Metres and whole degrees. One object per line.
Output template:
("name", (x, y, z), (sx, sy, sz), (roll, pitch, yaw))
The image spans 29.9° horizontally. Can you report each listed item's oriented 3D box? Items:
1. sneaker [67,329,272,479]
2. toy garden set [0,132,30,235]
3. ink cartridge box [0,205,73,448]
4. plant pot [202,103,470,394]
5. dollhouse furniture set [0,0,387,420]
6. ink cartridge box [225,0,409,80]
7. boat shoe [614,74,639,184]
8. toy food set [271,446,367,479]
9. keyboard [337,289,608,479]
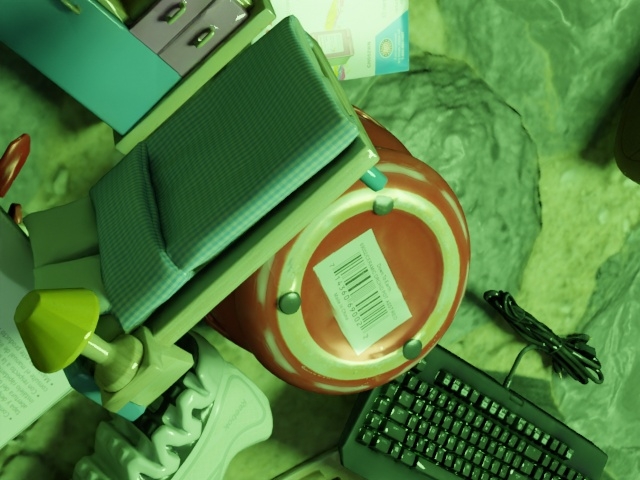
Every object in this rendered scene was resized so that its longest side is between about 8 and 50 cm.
("sneaker", (-0.144, 0.208, 0.878), (0.292, 0.110, 0.118), (-52, 131, 0))
("toy garden set", (-0.279, 0.014, 0.767), (0.203, 0.049, 0.244), (15, 101, -28))
("ink cartridge box", (-0.300, 0.034, 0.632), (0.261, 0.066, 0.296), (-40, 119, -8))
("plant pot", (0.000, 0.000, 0.827), (0.191, 0.174, 0.191), (-10, 112, -25))
("dollhouse furniture set", (-0.082, -0.116, 0.613), (0.286, 0.303, 0.198), (-40, 126, 16))
("ink cartridge box", (-0.003, -0.156, 0.834), (0.122, 0.052, 0.088), (-11, 113, -21))
("boat shoe", (0.383, -0.161, 0.989), (0.123, 0.123, 0.342), (41, 82, -31))
("toy food set", (-0.040, 0.326, 0.975), (0.306, 0.092, 0.220), (-26, 119, -16))
("keyboard", (0.153, 0.143, 0.999), (0.317, 0.033, 0.201), (33, 76, -41))
